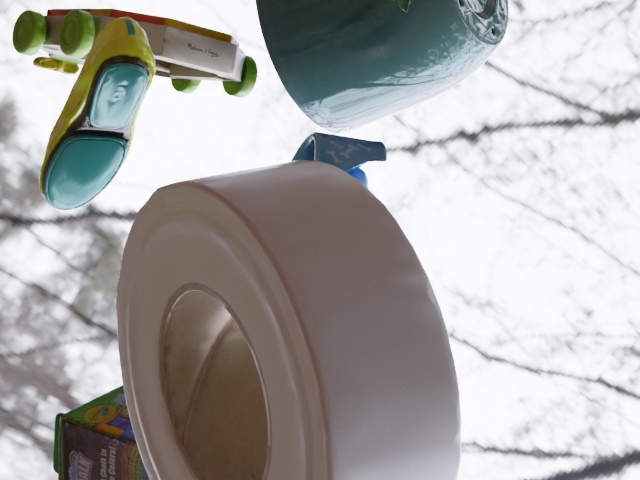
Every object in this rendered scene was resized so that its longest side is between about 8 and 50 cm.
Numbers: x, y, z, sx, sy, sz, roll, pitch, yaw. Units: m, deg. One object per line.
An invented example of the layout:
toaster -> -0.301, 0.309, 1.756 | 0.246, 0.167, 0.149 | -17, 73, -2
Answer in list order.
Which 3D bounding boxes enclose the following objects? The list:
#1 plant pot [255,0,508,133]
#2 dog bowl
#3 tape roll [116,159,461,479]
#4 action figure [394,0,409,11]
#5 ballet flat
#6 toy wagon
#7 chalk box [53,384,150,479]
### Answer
plant pot -> 0.095, -0.302, 1.914 | 0.235, 0.293, 0.293 | -12, -123, 31
dog bowl -> 0.000, 0.000, 1.512 | 0.297, 0.074, 0.166 | -90, -155, -56
tape roll -> -0.030, 0.094, 1.001 | 0.286, 0.100, 0.286 | 24, -60, 53
action figure -> 0.049, -0.337, 1.608 | 0.232, 0.063, 0.137 | 33, -71, 46
ballet flat -> -0.212, -0.123, 1.449 | 0.231, 0.077, 0.077 | 124, -36, -46
toy wagon -> -0.257, -0.245, 1.949 | 0.344, 0.267, 0.068 | 11, -90, 50
chalk box -> -0.166, 0.220, 1.465 | 0.213, 0.132, 0.132 | 15, -68, 29
